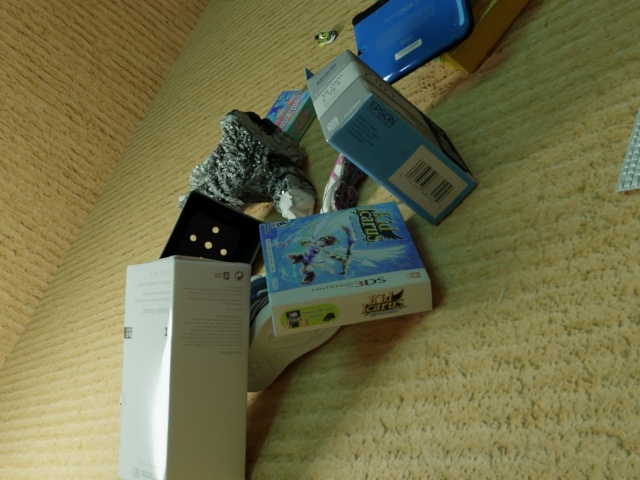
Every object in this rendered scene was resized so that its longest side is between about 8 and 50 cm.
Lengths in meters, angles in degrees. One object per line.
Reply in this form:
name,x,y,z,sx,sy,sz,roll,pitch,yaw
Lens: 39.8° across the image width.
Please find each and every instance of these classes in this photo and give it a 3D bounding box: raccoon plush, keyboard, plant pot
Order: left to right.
plant pot,-0.245,0.011,1.985,0.188,0.188,0.167,-66,9,-4
raccoon plush,-0.193,-0.104,2.039,0.299,0.216,0.446,-53,23,21
keyboard,0.454,-0.172,1.174,0.072,0.014,0.256,-15,45,54

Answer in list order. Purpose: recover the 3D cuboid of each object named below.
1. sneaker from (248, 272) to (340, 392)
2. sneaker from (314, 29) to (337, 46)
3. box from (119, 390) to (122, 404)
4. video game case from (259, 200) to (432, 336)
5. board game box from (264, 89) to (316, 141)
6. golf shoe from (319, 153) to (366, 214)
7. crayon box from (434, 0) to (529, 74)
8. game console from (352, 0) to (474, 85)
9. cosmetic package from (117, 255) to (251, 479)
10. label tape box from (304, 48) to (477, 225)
sneaker,-0.072,0.104,1.610,0.323,0.130,0.236,-47,30,30
sneaker,0.013,-0.563,2.444,0.083,0.035,0.031,-19,42,52
box,-0.384,0.291,2.042,0.207,0.036,0.114,-42,27,25
video game case,0.032,0.037,1.429,0.244,0.061,0.269,-9,30,-4
board game box,-0.086,-0.311,2.279,0.160,0.047,0.210,-57,25,-8
golf shoe,0.045,-0.126,1.781,0.086,0.067,0.186,-19,42,54
crayon box,0.288,-0.446,1.743,0.203,0.083,0.323,-51,24,7
game console,0.219,-0.441,1.729,0.293,0.173,0.250,-25,68,49
cosmetic package,-0.237,0.231,1.534,0.217,0.156,0.385,-11,75,55
label tape box,0.111,-0.206,1.545,0.115,0.249,0.348,-45,26,19
